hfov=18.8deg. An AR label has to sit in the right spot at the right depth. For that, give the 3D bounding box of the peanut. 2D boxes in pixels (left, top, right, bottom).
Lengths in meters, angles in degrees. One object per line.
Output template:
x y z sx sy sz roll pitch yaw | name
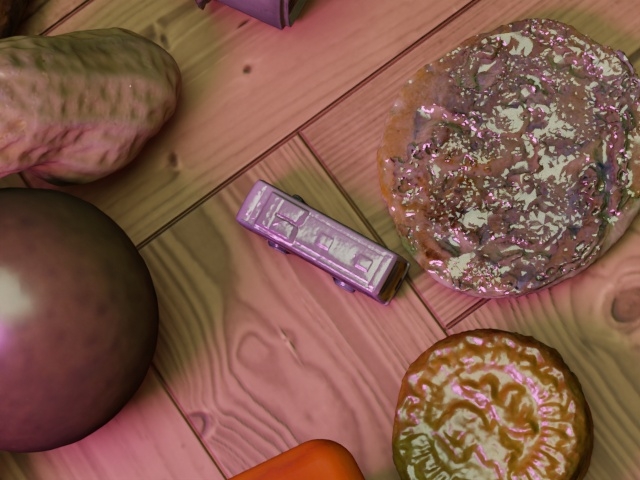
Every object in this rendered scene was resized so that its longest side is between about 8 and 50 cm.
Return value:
-0.260 -0.124 1.816 0.152 0.313 0.152 6 101 36 | peanut

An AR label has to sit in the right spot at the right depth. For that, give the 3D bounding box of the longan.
-0.280 0.073 1.784 0.258 0.258 0.258 -3 75 10 | longan

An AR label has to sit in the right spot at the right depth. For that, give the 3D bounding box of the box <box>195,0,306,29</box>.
-0.043 -0.360 1.867 0.166 0.220 0.290 29 82 4 | box

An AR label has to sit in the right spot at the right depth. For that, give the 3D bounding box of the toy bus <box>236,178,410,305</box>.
0.000 0.000 1.841 0.172 0.072 0.057 29 87 17 | toy bus

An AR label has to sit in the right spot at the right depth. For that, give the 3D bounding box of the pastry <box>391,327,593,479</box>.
0.156 0.171 1.749 0.188 0.103 0.189 -3 75 10 | pastry

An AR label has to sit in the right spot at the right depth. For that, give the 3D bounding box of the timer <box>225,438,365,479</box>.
0.006 0.323 1.664 0.161 0.257 0.250 -27 70 -4 | timer

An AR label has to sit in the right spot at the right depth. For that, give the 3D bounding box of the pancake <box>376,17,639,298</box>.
0.186 -0.077 1.836 0.282 0.049 0.282 -3 74 10 | pancake

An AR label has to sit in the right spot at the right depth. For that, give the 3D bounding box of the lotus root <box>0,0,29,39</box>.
-0.380 -0.247 1.940 0.169 0.141 0.314 21 81 18 | lotus root
